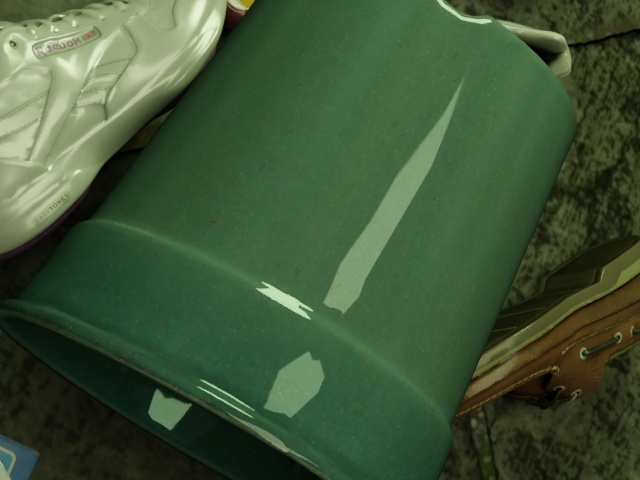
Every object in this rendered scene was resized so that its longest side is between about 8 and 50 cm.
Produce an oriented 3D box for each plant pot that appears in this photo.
[{"bbox_3d":[0.000,0.000,1.152,0.341,0.341,0.334,38,75,-26],"label":"plant pot"}]

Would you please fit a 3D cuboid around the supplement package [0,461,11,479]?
[{"bbox_3d":[-0.266,0.201,0.948,0.179,0.105,0.105,-34,105,-31],"label":"supplement package"}]

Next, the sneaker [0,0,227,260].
[{"bbox_3d":[-0.185,-0.132,1.198,0.152,0.114,0.305,49,64,-20],"label":"sneaker"}]

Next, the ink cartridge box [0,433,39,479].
[{"bbox_3d":[-0.390,0.259,1.015,0.270,0.151,0.395,31,71,-28],"label":"ink cartridge box"}]

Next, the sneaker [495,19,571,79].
[{"bbox_3d":[0.085,-0.145,1.374,0.297,0.129,0.111,-19,99,-32],"label":"sneaker"}]

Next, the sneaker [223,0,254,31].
[{"bbox_3d":[-0.085,-0.255,1.296,0.069,0.084,0.185,-34,104,-31],"label":"sneaker"}]

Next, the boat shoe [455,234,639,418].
[{"bbox_3d":[0.209,0.100,1.447,0.307,0.111,0.104,-28,101,-32],"label":"boat shoe"}]
